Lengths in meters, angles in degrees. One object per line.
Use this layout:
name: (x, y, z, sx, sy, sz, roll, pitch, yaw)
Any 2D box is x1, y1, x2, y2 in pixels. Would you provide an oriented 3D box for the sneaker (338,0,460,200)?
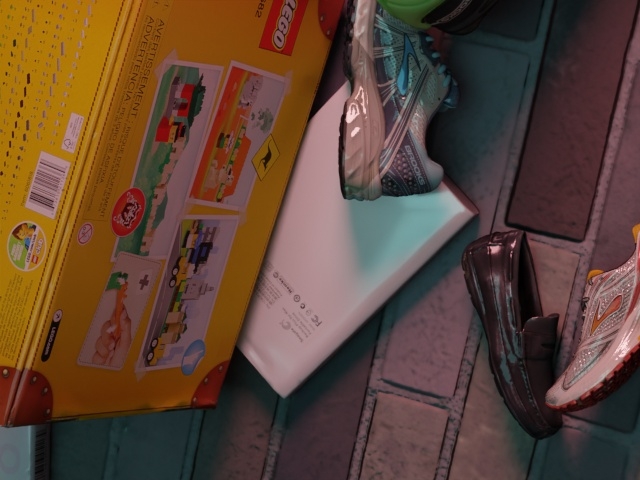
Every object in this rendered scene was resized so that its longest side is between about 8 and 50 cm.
sneaker: (0.084, -0.180, 1.728, 0.122, 0.110, 0.283, 3, 90, -4)

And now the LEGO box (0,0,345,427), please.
LEGO box: (-0.203, -0.079, 1.688, 0.193, 0.372, 0.500, 22, 98, 28)

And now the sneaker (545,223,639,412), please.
sneaker: (0.302, 0.082, 1.693, 0.092, 0.088, 0.225, 37, 92, 21)

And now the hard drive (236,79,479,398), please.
hard drive: (0.000, 0.000, 1.824, 0.307, 0.040, 0.203, -45, 79, 19)

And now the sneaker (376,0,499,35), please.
sneaker: (0.221, -0.409, 1.636, 0.483, 0.202, 0.185, -48, 58, 2)

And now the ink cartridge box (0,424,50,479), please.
ink cartridge box: (-0.439, 0.201, 2.011, 0.232, 0.066, 0.189, 4, 97, 17)

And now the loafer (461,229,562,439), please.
loafer: (0.215, 0.098, 1.731, 0.078, 0.076, 0.223, -20, 84, 30)
